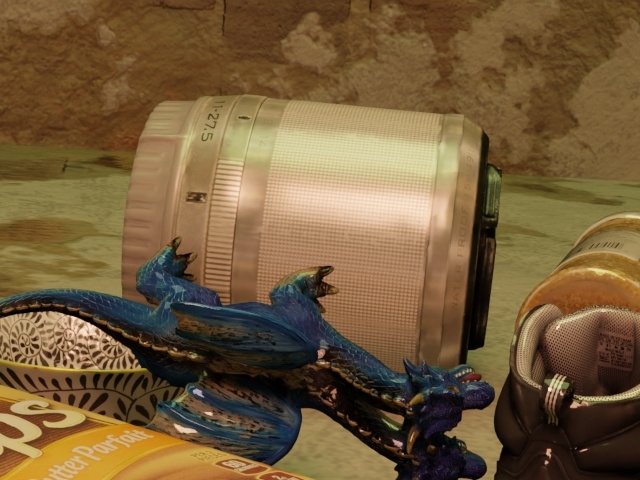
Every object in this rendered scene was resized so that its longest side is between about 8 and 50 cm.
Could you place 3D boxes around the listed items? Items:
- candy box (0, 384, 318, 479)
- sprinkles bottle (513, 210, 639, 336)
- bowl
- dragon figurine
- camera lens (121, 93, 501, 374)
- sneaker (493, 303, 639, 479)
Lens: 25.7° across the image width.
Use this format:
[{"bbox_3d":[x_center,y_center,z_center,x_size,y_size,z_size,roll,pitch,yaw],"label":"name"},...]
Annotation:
[{"bbox_3d":[-0.132,0.140,0.621,0.316,0.087,0.183,11,11,33],"label":"candy box"},{"bbox_3d":[0.255,0.053,1.224,0.121,0.121,0.355,8,11,17],"label":"sprinkles bottle"},{"bbox_3d":[-0.155,0.096,0.889,0.170,0.080,0.170,5,10,-1],"label":"bowl"},{"bbox_3d":[-0.049,0.064,0.743,0.289,0.085,0.144,11,16,-14],"label":"dragon figurine"},{"bbox_3d":[0.000,0.000,1.116,0.274,0.219,0.219,6,10,6],"label":"camera lens"},{"bbox_3d":[0.164,0.108,0.764,0.101,0.153,0.268,10,11,26],"label":"sneaker"}]
